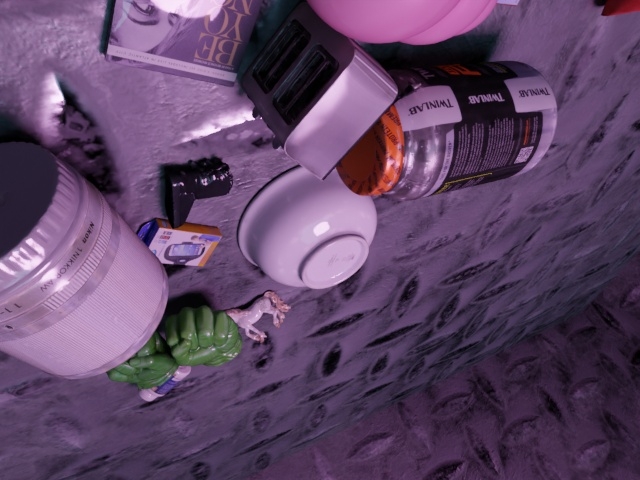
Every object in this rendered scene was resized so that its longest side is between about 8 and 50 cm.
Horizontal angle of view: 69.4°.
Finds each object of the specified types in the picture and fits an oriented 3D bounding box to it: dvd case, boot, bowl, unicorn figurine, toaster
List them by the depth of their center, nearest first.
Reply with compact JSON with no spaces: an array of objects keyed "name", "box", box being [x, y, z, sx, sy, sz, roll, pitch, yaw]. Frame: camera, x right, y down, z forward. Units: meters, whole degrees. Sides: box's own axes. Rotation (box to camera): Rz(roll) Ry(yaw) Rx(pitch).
[{"name":"dvd case","box":[-0.141,-0.291,0.527,0.165,0.018,0.221,-1,135,-38]},{"name":"toaster","box":[0.000,-0.202,0.618,0.185,0.168,0.110,-45,143,19]},{"name":"boot","box":[-0.194,-0.074,0.738,0.099,0.045,0.121,-18,145,-31]},{"name":"bowl","box":[0.000,0.000,0.903,0.298,0.134,0.297,-21,145,-16]},{"name":"unicorn figurine","box":[-0.156,0.178,1.056,0.162,0.111,0.060,-43,-170,-23]}]

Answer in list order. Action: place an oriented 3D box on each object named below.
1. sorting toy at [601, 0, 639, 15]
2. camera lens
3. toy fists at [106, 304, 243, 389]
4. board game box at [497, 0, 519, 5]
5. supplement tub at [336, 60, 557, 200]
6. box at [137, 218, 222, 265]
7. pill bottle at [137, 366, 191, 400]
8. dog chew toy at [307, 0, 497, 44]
[{"name":"sorting toy","box":[0.666,-0.522,0.840,0.366,0.127,0.126,-26,116,-15]},{"name":"camera lens","box":[-0.346,0.040,0.598,0.220,0.219,0.274,-28,145,-8]},{"name":"toy fists","box":[-0.302,0.219,0.938,0.279,0.096,0.142,-19,134,6]},{"name":"board game box","box":[0.288,-0.475,0.632,0.145,0.027,0.281,-12,141,-30]},{"name":"supplement tub","box":[0.200,-0.182,0.767,0.338,0.207,0.207,-14,142,-26]},{"name":"box","box":[-0.250,0.005,0.804,0.136,0.028,0.081,7,130,-45]},{"name":"pill bottle","box":[-0.362,0.315,1.065,0.120,0.067,0.067,-42,145,13]},{"name":"dog chew toy","box":[0.116,-0.325,0.535,0.332,0.206,0.206,-15,145,-52]}]
